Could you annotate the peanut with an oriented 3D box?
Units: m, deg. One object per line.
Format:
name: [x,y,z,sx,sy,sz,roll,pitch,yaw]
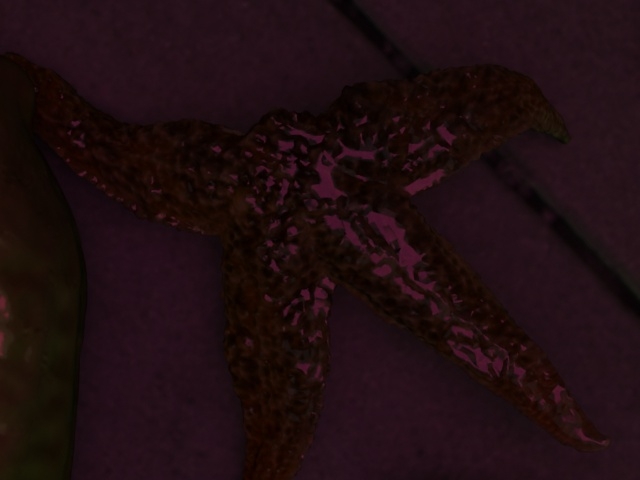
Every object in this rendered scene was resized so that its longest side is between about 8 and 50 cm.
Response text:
peanut: [-0.255,0.060,1.189,0.192,0.169,0.387,2,83,10]

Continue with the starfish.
starfish: [0.002,-0.001,1.242,0.398,0.132,0.384,-16,95,-2]
